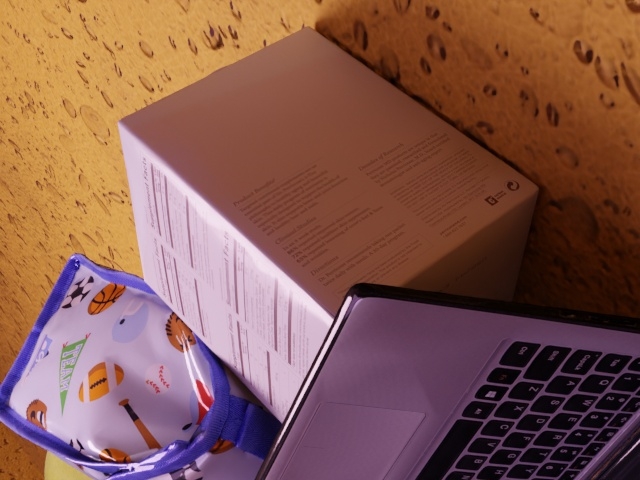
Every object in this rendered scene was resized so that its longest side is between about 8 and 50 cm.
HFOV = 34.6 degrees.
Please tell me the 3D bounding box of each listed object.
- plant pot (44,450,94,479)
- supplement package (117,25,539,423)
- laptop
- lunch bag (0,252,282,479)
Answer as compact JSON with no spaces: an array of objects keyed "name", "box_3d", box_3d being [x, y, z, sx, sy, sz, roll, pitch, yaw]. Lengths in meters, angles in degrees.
[{"name":"plant pot","box_3d":[-0.190,0.356,1.388,0.293,0.274,0.275,34,144,49]},{"name":"supplement package","box_3d":[0.000,0.000,0.836,0.262,0.199,0.198,41,148,30]},{"name":"laptop","box_3d":[0.165,0.258,0.720,0.382,0.407,0.236,114,159,-43]},{"name":"lunch bag","box_3d":[-0.103,0.197,1.058,0.327,0.239,0.385,33,165,-38]}]
